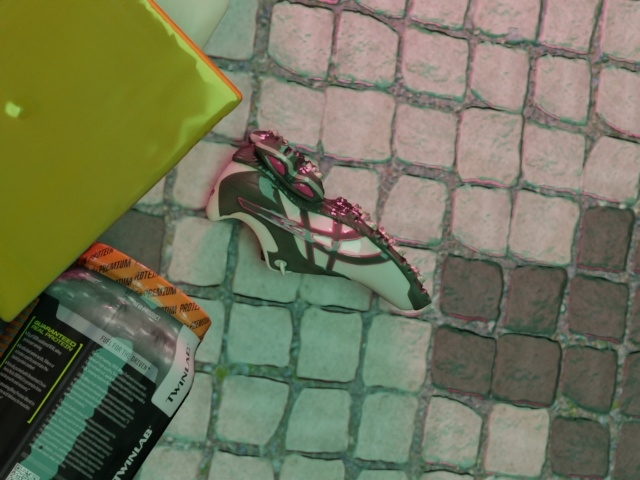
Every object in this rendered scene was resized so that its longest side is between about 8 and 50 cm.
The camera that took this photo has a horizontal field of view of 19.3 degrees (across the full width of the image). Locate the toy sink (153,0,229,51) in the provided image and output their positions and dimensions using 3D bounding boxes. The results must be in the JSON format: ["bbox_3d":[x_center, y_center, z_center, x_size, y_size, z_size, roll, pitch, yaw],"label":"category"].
[{"bbox_3d":[-0.223,-0.196,1.920,0.152,0.131,0.234,30,97,-19],"label":"toy sink"}]

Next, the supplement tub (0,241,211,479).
[{"bbox_3d":[-0.257,0.171,1.900,0.193,0.193,0.316,37,79,-18],"label":"supplement tub"}]

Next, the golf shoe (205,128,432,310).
[{"bbox_3d":[0.000,0.000,2.063,0.273,0.105,0.120,41,92,-11],"label":"golf shoe"}]

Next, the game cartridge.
[{"bbox_3d":[-0.286,-0.130,1.825,0.323,0.053,0.285,-43,97,4],"label":"game cartridge"}]
